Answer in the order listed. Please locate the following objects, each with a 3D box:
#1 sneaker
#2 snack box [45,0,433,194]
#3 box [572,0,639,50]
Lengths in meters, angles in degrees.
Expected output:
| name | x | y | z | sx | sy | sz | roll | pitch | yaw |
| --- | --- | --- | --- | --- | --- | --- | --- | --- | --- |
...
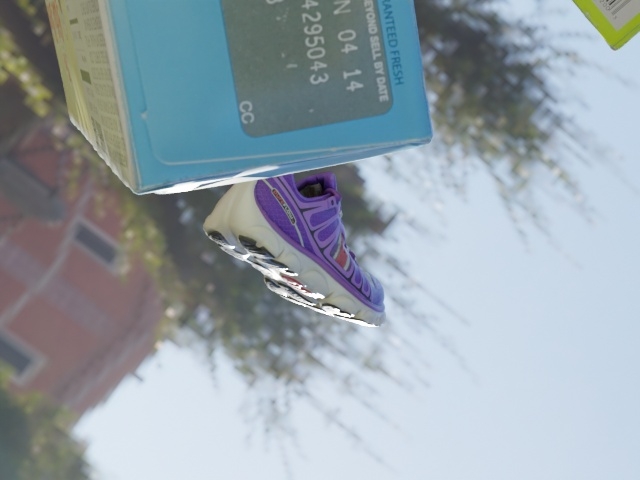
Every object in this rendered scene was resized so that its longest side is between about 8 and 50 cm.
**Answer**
| name | x | y | z | sx | sy | sz | roll | pitch | yaw |
| --- | --- | --- | --- | --- | --- | --- | --- | --- | --- |
| sneaker | 0.000 | 0.000 | 1.084 | 0.068 | 0.170 | 0.071 | 19 | -104 | 31 |
| snack box | -0.048 | -0.118 | 0.462 | 0.060 | 0.187 | 0.322 | -11 | -172 | -9 |
| box | 0.136 | -0.157 | 0.813 | 0.042 | 0.109 | 0.178 | -41 | 179 | 35 |
